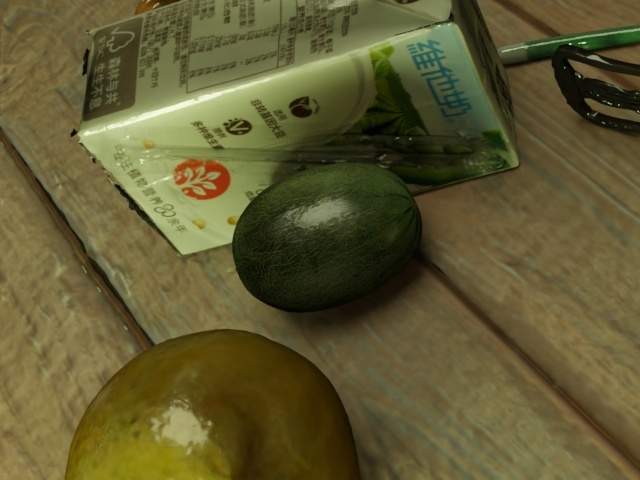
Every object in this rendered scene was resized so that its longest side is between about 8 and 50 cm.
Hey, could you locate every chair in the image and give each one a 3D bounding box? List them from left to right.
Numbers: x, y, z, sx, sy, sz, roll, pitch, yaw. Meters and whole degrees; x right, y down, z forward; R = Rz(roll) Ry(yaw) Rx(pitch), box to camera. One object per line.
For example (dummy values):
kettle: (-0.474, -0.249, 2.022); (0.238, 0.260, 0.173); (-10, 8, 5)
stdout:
chair: (0.303, -0.125, 0.920); (0.229, 0.106, 0.113); (30, 75, 38)

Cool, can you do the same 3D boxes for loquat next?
loquat: (-0.076, 0.170, 0.843); (0.213, 0.213, 0.213); (-14, 52, 18)

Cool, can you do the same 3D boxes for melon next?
melon: (0.000, 0.000, 0.980); (0.167, 0.114, 0.114); (-19, 50, 10)

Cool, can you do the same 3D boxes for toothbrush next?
toothbrush: (0.274, -0.176, 1.030); (0.257, 0.018, 0.024); (-7, 52, 23)

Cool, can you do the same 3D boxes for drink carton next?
drink carton: (-0.018, -0.120, 1.023); (0.324, 0.194, 0.132); (-14, 54, 17)

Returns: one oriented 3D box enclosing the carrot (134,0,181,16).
carrot: (-0.115, -0.172, 1.212); (0.057, 0.057, 0.224); (-38, 54, -3)
